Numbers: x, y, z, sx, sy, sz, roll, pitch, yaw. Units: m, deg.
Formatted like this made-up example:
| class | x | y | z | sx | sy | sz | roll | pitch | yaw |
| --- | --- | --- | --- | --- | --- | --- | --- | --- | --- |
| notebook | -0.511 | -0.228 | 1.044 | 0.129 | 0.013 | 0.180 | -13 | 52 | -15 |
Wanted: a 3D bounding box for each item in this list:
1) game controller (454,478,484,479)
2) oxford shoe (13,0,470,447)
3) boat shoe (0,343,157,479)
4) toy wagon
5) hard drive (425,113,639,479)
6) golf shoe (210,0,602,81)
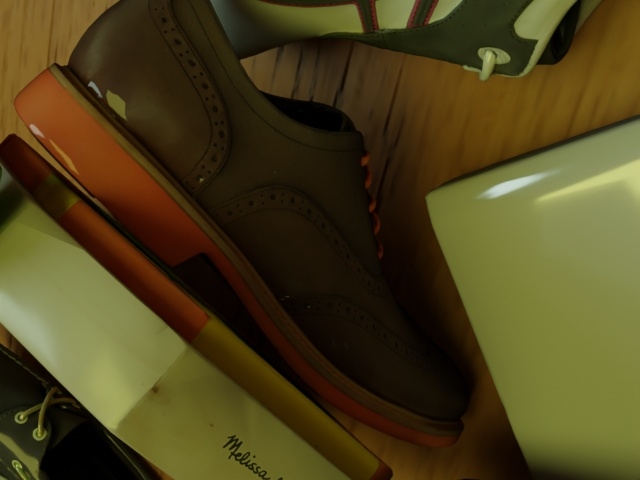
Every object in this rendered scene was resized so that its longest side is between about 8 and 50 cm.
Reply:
| class | x | y | z | sx | sy | sz | roll | pitch | yaw |
| --- | --- | --- | --- | --- | --- | --- | --- | --- | --- |
| game controller | 0.178 | 0.191 | 0.372 | 0.319 | 0.067 | 0.166 | 8 | 118 | 41 |
| oxford shoe | 0.000 | 0.000 | 0.432 | 0.098 | 0.097 | 0.271 | -46 | 123 | 0 |
| boat shoe | -0.174 | 0.139 | 0.644 | 0.227 | 0.081 | 0.069 | 48 | 123 | 0 |
| toy wagon | -0.099 | 0.037 | 0.483 | 0.267 | 0.068 | 0.344 | 46 | 173 | -29 |
| hard drive | 0.236 | 0.036 | 0.362 | 0.353 | 0.047 | 0.233 | -18 | 97 | 35 |
| golf shoe | 0.040 | -0.111 | 0.403 | 0.273 | 0.105 | 0.120 | -17 | 103 | 36 |
